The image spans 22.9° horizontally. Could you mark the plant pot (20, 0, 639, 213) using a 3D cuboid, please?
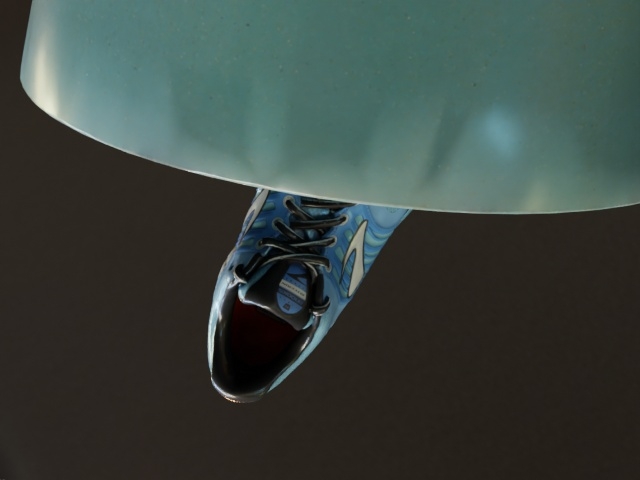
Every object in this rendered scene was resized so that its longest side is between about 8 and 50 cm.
[{"bbox_3d":[0.035,-0.168,0.635,0.293,0.293,0.235,30,-61,49],"label":"plant pot"}]

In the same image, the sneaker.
[{"bbox_3d":[0.000,0.000,0.590,0.073,0.063,0.162,-70,-178,-56],"label":"sneaker"}]
